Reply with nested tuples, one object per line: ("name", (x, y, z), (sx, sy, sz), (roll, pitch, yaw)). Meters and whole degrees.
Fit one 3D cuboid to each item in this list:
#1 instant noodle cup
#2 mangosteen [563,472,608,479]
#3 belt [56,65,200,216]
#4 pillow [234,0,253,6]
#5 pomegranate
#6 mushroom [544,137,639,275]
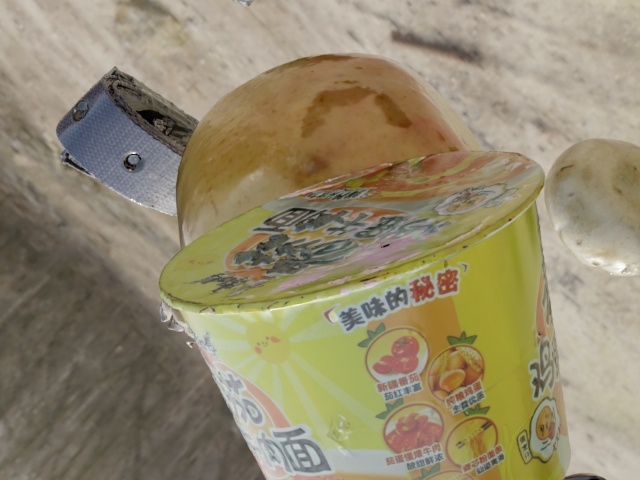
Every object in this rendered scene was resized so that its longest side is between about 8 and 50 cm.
("instant noodle cup", (0.044, 0.076, 0.735), (0.264, 0.264, 0.200), (18, 127, 65))
("mangosteen", (0.311, 0.358, 1.236), (0.211, 0.250, 0.211), (26, 128, 39))
("belt", (-0.230, -0.113, 1.417), (0.230, 0.126, 0.139), (28, -155, -45))
("pillow", (-0.062, -0.373, 1.275), (0.335, 0.093, 0.161), (-5, 111, 62))
("pomegranate", (0.000, 0.000, 1.016), (0.342, 0.342, 0.342), (41, 168, 10))
("mushroom", (0.332, -0.036, 1.255), (0.166, 0.166, 0.127), (41, 141, 8))
